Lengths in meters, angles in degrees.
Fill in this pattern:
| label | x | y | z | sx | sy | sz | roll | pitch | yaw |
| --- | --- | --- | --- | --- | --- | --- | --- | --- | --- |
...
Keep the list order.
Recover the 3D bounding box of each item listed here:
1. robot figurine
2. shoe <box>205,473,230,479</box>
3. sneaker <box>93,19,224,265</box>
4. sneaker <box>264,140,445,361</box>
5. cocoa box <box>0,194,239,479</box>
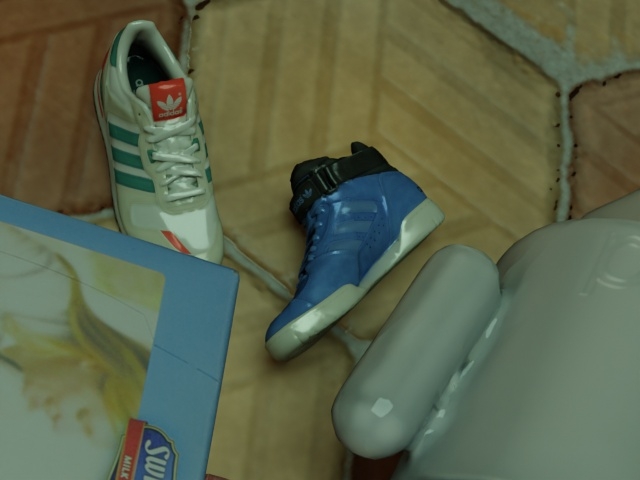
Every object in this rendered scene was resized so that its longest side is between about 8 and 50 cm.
| label | x | y | z | sx | sy | sz | roll | pitch | yaw |
| --- | --- | --- | --- | --- | --- | --- | --- | --- | --- |
| robot figurine | 0.144 | 0.130 | 0.814 | 0.300 | 0.200 | 0.353 | 35 | 61 | -11 |
| shoe | -0.068 | 0.201 | 0.802 | 0.081 | 0.063 | 0.178 | 10 | 59 | -4 |
| sneaker | -0.094 | -0.055 | 0.911 | 0.057 | 0.075 | 0.161 | -11 | 68 | -19 |
| sneaker | 0.000 | 0.000 | 0.917 | 0.084 | 0.058 | 0.152 | 46 | 59 | 3 |
| cocoa box | -0.193 | 0.169 | 0.654 | 0.231 | 0.228 | 0.347 | 18 | 53 | -14 |
